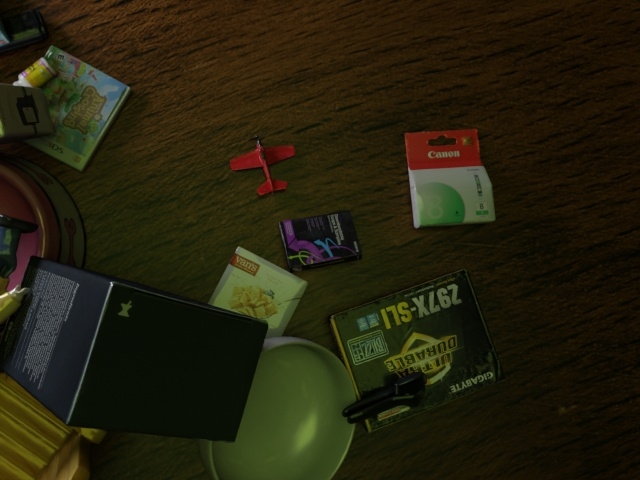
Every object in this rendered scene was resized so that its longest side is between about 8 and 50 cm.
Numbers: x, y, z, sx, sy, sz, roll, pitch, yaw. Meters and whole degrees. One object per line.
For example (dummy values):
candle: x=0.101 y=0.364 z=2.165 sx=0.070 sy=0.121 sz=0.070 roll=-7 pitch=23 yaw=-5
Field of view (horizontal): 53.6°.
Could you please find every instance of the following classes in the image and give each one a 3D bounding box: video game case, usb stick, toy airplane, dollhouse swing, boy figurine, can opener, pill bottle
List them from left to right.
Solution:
usb stick: x=-0.721 y=-0.418 z=1.340 sx=0.277 sy=0.045 sz=0.077 roll=-21 pitch=79 yaw=-9
boy figurine: x=-0.588 y=0.093 z=1.118 sx=0.177 sy=0.092 sz=0.285 roll=9 pitch=84 yaw=21
dollhouse swing: x=-0.596 y=0.433 z=1.134 sx=0.315 sy=0.305 sz=0.347 roll=36 pitch=82 yaw=-2
pill bottle: x=-0.597 y=-0.341 z=1.322 sx=0.083 sy=0.043 sz=0.043 roll=-42 pitch=90 yaw=-9
video game case: x=-0.543 y=-0.282 z=1.357 sx=0.193 sy=0.023 sz=0.212 roll=28 pitch=81 yaw=-4
toy airplane: x=-0.122 y=-0.161 z=1.394 sx=0.151 sy=0.028 sz=0.151 roll=1 pitch=83 yaw=-8
can opener: x=0.130 y=0.321 z=1.282 sx=0.186 sy=0.059 sz=0.073 roll=-20 pitch=104 yaw=-10

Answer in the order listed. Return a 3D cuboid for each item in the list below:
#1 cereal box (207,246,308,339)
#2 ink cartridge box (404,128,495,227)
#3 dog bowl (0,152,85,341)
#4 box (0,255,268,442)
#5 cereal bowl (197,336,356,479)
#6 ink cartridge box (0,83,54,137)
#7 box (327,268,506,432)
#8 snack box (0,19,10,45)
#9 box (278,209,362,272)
cereal box: x=-0.155 y=0.156 z=1.346 sx=0.173 sy=0.047 sz=0.240 roll=27 pitch=81 yaw=-5
ink cartridge box: x=0.292 y=-0.144 z=1.433 sx=0.180 sy=0.056 sz=0.225 roll=-4 pitch=86 yaw=-8
dog bowl: x=-0.689 y=0.010 z=1.245 sx=0.407 sy=0.150 sz=0.408 roll=1 pitch=84 yaw=-6
box: x=-0.337 y=0.179 z=1.101 sx=0.293 sy=0.395 sz=0.212 roll=22 pitch=80 yaw=-39
cereal bowl: x=-0.098 y=0.350 z=1.256 sx=0.338 sy=0.141 sz=0.339 roll=-4 pitch=97 yaw=-36
ink cartridge box: x=-0.642 y=-0.231 z=1.204 sx=0.171 sy=0.237 sz=0.100 roll=-11 pitch=101 yaw=0
box: x=0.205 y=0.232 z=1.369 sx=0.321 sy=0.079 sz=0.257 roll=-18 pitch=85 yaw=-8
snack box: x=-0.793 y=-0.517 z=1.307 sx=0.187 sy=0.060 sz=0.322 roll=-25 pitch=77 yaw=-9
box: x=0.000 y=0.000 z=1.372 sx=0.162 sy=0.029 sz=0.116 roll=-10 pitch=62 yaw=-9
